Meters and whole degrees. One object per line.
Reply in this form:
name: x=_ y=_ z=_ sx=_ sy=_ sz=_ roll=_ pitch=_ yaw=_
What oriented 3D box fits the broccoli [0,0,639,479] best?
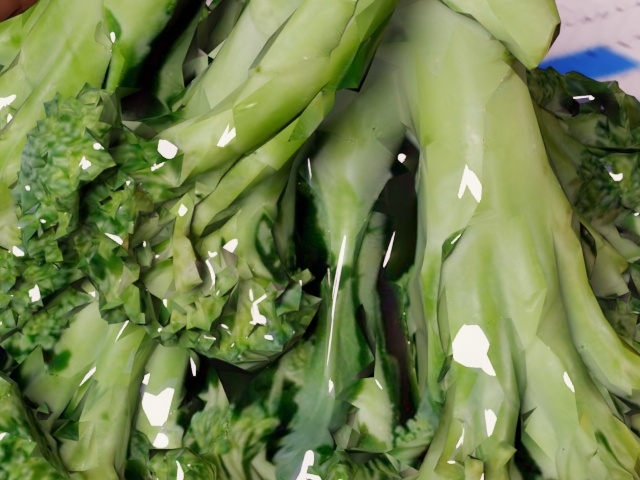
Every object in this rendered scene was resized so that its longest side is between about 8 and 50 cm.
broccoli: x=0.000 y=0.000 z=0.518 sx=0.308 sy=0.275 sz=0.308 roll=12 pitch=44 yaw=-12

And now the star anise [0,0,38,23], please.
star anise: x=-0.074 y=-0.177 z=0.644 sx=0.292 sy=0.109 sz=0.349 roll=-27 pitch=30 yaw=2
